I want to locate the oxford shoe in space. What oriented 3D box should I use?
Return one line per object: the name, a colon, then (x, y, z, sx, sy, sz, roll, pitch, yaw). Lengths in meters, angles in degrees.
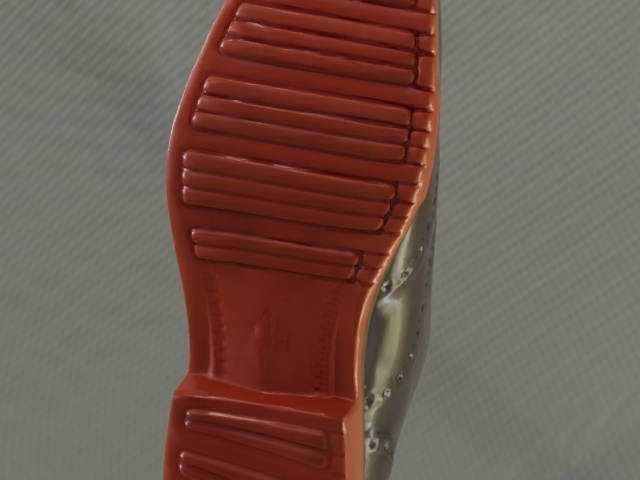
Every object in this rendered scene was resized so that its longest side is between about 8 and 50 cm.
oxford shoe: (0.000, 0.000, 0.751, 0.097, 0.098, 0.271, 16, -76, 19)
